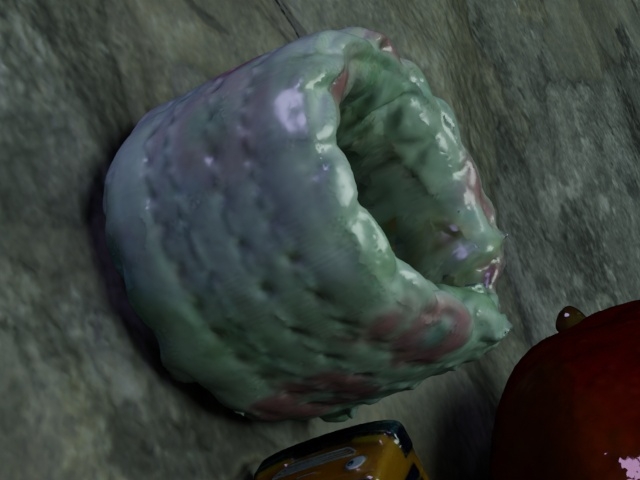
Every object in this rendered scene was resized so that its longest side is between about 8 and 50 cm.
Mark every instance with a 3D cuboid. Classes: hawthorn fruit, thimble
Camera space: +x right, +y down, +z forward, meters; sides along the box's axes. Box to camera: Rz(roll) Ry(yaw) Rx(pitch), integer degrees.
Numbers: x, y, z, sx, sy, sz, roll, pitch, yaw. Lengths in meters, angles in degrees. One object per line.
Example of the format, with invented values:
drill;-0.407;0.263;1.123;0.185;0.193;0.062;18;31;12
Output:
hawthorn fruit;0.229;0.165;0.849;0.265;0.265;0.307;41;19;-39
thimble;0.000;0.000;0.681;0.211;0.149;0.185;56;28;-20

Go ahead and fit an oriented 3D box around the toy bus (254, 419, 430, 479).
toy bus;0.034;0.204;0.640;0.201;0.098;0.114;61;29;-13
